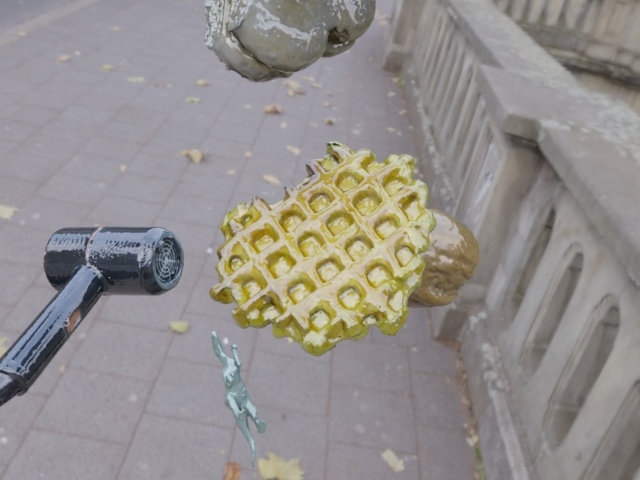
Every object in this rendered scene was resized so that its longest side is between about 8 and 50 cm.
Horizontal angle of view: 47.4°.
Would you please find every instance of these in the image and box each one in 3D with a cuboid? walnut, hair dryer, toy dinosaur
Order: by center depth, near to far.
[{"bbox_3d":[-0.335,0.107,0.987,0.189,0.107,0.352,-1,38,21],"label":"hair dryer"},{"bbox_3d":[0.140,0.027,1.022,0.167,0.166,0.149,8,45,-11],"label":"walnut"},{"bbox_3d":[-0.156,0.308,1.383,0.053,0.242,0.167,-20,25,-21],"label":"toy dinosaur"}]

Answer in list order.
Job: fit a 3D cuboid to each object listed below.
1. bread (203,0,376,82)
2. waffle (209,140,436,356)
[{"bbox_3d":[-0.021,-0.310,0.792,0.183,0.102,0.337,16,63,-29],"label":"bread"},{"bbox_3d":[-0.001,-0.001,0.852,0.291,0.051,0.291,-6,62,12],"label":"waffle"}]
